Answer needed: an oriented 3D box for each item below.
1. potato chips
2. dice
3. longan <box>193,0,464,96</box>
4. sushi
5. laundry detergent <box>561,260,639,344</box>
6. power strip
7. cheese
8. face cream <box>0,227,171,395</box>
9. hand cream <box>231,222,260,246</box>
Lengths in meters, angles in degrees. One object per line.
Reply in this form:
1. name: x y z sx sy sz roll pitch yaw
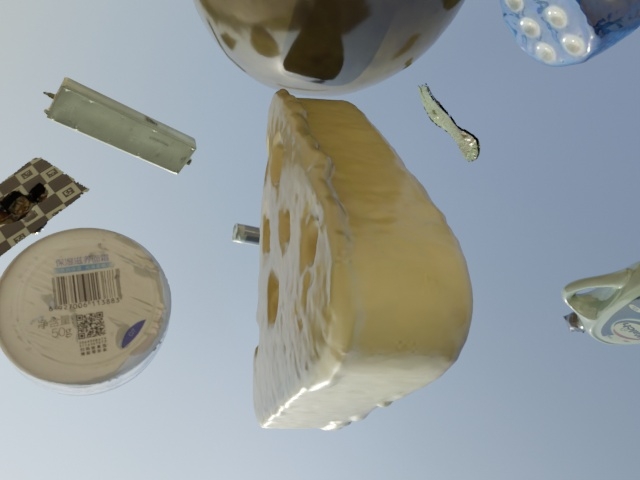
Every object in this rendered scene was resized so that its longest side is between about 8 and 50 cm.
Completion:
1. potato chips: 0.238 -0.235 1.008 0.026 0.142 0.209 -35 -141 7
2. dice: 0.321 -0.312 0.644 0.146 0.143 0.146 -44 -165 -4
3. longan: 0.011 -0.353 0.630 0.361 0.361 0.361 -17 -123 27
4. sushi: -0.584 -0.059 1.040 0.193 0.040 0.210 29 -117 27
5. laundry detergent: 0.649 0.144 1.153 0.280 0.215 0.105 -29 -150 53
6. power strip: -0.477 -0.272 1.274 0.106 0.367 0.043 -46 -138 26
7. cheese: 0.000 0.001 0.547 0.384 0.104 0.384 -178 -90 -75
8. face cream: -0.297 0.089 0.671 0.111 0.206 0.206 137 -34 -60
9. hand cream: -0.079 0.003 1.241 0.079 0.255 0.048 -158 -102 -70
